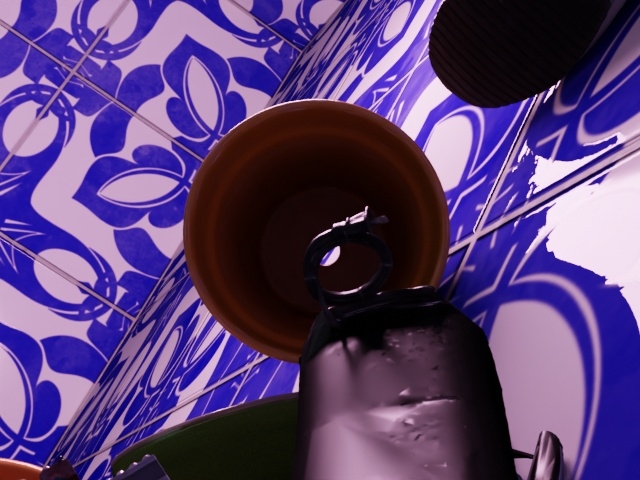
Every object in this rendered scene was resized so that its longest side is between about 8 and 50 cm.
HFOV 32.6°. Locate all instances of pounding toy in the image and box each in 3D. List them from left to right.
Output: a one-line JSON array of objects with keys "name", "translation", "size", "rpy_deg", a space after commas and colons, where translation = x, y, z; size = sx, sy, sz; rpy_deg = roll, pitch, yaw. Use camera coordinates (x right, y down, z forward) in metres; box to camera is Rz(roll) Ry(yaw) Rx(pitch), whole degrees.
[{"name": "pounding toy", "translation": [-0.077, 0.200, 0.804], "size": [0.237, 0.110, 0.183], "rpy_deg": [-20, -19, 4]}]

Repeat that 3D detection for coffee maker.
[{"name": "coffee maker", "translation": [0.031, 0.106, 0.491], "size": [0.120, 0.171, 0.178], "rpy_deg": [-35, 18, 15]}]

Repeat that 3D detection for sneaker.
[{"name": "sneaker", "translation": [0.220, -0.238, 0.900], "size": [0.146, 0.122, 0.330], "rpy_deg": [-41, -4, -47]}]

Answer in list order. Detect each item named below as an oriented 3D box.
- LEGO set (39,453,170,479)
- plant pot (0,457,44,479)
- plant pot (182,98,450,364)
[{"name": "LEGO set", "translation": [-0.133, 0.231, 0.472], "size": [0.255, 0.192, 0.331], "rpy_deg": [-30, -18, -19]}, {"name": "plant pot", "translation": [-0.344, 0.386, 1.064], "size": [0.291, 0.291, 0.203], "rpy_deg": [-75, 6, -60]}, {"name": "plant pot", "translation": [0.000, 0.000, 0.925], "size": [0.205, 0.205, 0.188], "rpy_deg": [-56, -5, -3]}]
